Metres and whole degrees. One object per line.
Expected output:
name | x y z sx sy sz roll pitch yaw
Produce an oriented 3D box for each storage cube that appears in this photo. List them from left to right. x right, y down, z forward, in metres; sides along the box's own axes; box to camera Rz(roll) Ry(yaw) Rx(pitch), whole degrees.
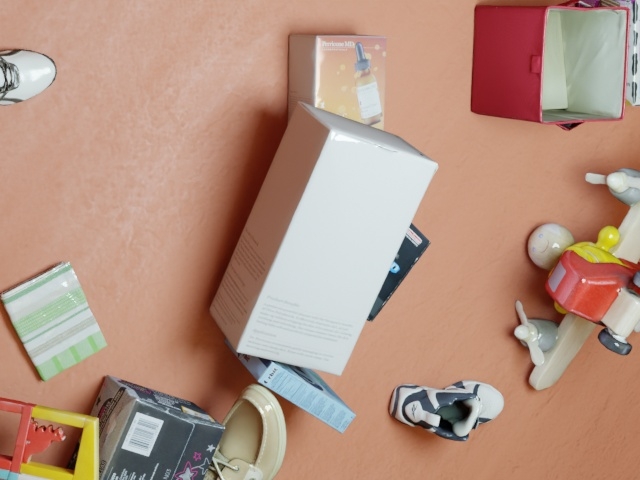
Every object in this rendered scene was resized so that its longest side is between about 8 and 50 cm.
storage cube | 0.383 -0.298 2.019 0.184 0.193 0.215 -6 104 -29

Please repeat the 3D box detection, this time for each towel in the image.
towel | -0.391 0.118 1.760 0.113 0.023 0.152 -29 115 -20

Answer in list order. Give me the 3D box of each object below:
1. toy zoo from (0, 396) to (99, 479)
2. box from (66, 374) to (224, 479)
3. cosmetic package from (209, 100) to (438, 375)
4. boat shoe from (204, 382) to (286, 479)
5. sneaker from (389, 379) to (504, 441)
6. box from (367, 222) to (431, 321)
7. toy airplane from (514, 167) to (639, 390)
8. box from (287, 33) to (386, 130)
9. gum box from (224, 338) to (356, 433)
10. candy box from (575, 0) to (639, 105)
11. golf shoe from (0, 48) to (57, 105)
toy zoo | -0.430 0.322 1.680 0.293 0.030 0.192 11 92 0
box | -0.282 0.350 1.797 0.163 0.142 0.247 24 87 -30
cosmetic package | 0.000 0.000 1.809 0.197 0.155 0.365 18 104 -28
boat shoe | -0.139 0.354 1.843 0.098 0.109 0.302 -18 138 -47
sneaker | 0.255 0.301 2.089 0.235 0.153 0.094 12 94 -31
box | 0.056 0.002 1.973 0.220 0.051 0.175 44 78 -29
toy airplane | 0.503 0.054 2.149 0.386 0.272 0.384 -47 157 -24
box | 0.025 -0.238 1.884 0.130 0.091 0.170 -5 103 -29
gum box | -0.049 0.217 1.893 0.184 0.157 0.041 37 92 -31
candy box | 0.523 -0.359 2.107 0.071 0.159 0.233 -10 104 -26
golf shoe | -0.444 -0.215 1.618 0.198 0.094 0.077 -14 105 -29
